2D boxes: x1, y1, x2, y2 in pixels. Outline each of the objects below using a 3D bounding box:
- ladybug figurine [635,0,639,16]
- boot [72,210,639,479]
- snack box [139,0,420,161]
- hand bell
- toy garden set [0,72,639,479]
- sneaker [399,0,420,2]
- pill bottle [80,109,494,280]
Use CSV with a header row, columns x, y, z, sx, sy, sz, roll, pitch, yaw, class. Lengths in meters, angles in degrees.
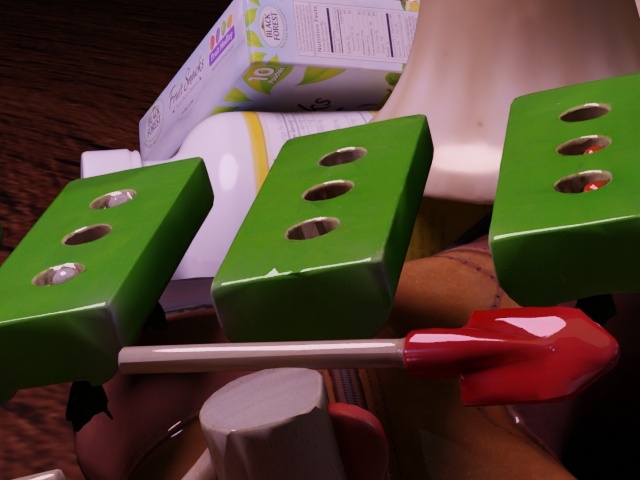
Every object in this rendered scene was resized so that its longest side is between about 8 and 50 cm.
x,y,z,sx,sy,sz,roll,pitch,yaw,class
0.289,-0.056,0.706,0.305,0.161,0.449,-32,34,-17,ladybug figurine
0.067,0.057,0.472,0.264,0.096,0.280,-2,14,-12,boot
-0.009,-0.058,0.742,0.100,0.037,0.141,3,-20,-22,snack box
0.064,-0.145,0.582,0.126,0.242,0.126,-5,20,2,hand bell
-0.032,0.033,0.431,0.244,0.049,0.204,-10,21,13,toy garden set
0.123,-0.105,1.201,0.121,0.099,0.262,2,19,-27,sneaker
0.000,0.000,0.692,0.184,0.103,0.103,-2,13,-9,pill bottle
